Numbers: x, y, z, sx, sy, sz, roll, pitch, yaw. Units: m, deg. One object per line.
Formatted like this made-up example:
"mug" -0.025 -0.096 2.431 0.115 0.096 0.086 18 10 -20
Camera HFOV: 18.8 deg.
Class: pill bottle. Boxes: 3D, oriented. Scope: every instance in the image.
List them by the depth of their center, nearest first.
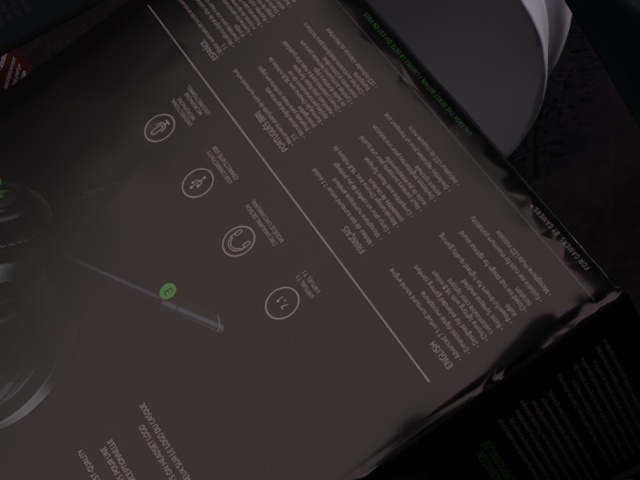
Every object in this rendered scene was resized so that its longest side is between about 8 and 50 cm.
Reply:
"pill bottle" 0.056 -0.153 1.037 0.161 0.161 0.283 -26 25 21

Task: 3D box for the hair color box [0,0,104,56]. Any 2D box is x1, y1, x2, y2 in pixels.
"hair color box" -0.163 -0.178 0.978 0.374 0.114 0.185 -29 25 -4

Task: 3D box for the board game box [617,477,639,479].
"board game box" 0.112 0.128 0.523 0.194 0.060 0.194 -13 16 40

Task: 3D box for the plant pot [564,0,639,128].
"plant pot" 0.197 -0.088 0.734 0.165 0.165 0.234 -32 31 8

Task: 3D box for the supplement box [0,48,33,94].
"supplement box" -0.210 -0.012 1.087 0.129 0.194 0.191 -29 24 12

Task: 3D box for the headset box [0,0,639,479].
"headset box" -0.052 0.054 0.716 0.283 0.131 0.246 -36 51 -2
